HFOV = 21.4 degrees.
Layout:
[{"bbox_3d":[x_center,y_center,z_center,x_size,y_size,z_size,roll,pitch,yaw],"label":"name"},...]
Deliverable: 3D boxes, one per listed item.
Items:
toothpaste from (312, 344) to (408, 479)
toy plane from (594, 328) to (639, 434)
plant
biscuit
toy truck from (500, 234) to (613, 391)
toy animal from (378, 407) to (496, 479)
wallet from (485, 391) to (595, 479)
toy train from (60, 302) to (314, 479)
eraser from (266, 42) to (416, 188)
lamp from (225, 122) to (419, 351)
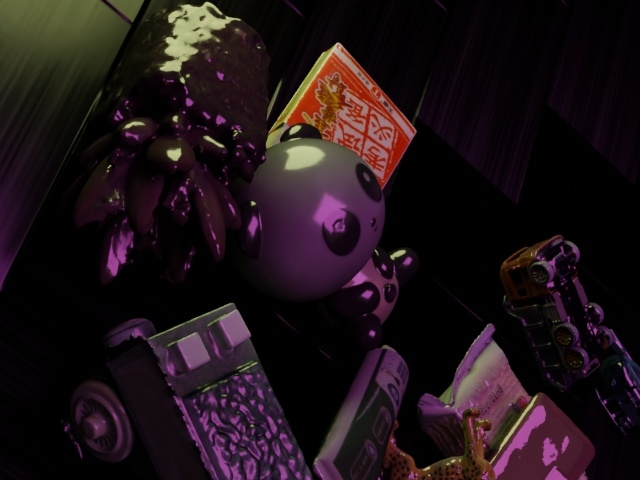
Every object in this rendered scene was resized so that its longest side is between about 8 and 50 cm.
[{"bbox_3d":[0.048,0.201,1.854,0.099,0.061,0.392,61,19,-12],"label":"toothpaste"},{"bbox_3d":[0.445,0.233,2.306,0.235,0.060,0.096,56,31,-3],"label":"toy plane"},{"bbox_3d":[-0.151,-0.099,1.796,0.181,0.194,0.321,30,50,-26],"label":"plant"},{"bbox_3d":[0.241,0.272,2.077,0.186,0.079,0.309,-41,99,-41],"label":"biscuit"},{"bbox_3d":[0.306,0.095,2.213,0.083,0.092,0.192,-31,102,-45],"label":"toy truck"},{"bbox_3d":[0.125,0.268,1.931,0.181,0.073,0.136,-5,62,2],"label":"toy animal"},{"bbox_3d":[0.253,0.270,2.007,0.118,0.039,0.153,48,61,-10],"label":"wallet"},{"bbox_3d":[-0.128,0.198,1.685,0.159,0.188,0.272,-22,86,-47],"label":"toy train"},{"bbox_3d":[0.020,-0.117,2.076,0.157,0.038,0.230,47,45,-17],"label":"eraser"},{"bbox_3d":[0.000,0.000,1.910,0.244,0.197,0.198,51,45,-26],"label":"lamp"}]
